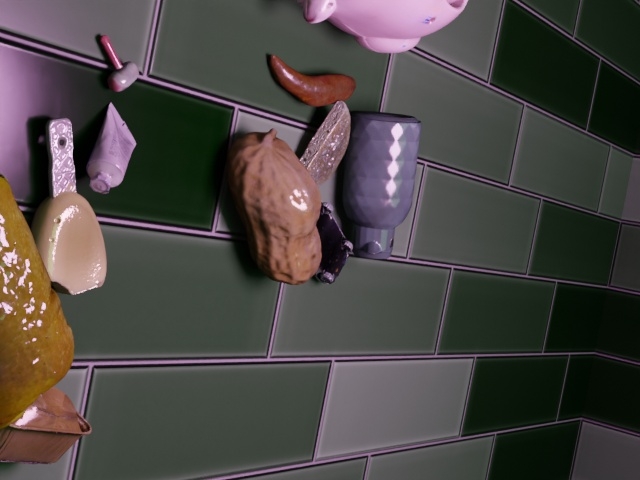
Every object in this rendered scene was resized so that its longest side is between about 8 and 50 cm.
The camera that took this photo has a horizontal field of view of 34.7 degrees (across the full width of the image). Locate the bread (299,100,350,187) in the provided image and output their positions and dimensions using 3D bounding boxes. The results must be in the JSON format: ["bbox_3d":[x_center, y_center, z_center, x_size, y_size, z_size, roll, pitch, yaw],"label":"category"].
[{"bbox_3d":[0.011,-0.156,1.918,0.193,0.036,0.112,-57,154,-8],"label":"bread"}]

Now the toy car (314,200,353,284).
[{"bbox_3d":[0.000,0.000,1.959,0.095,0.056,0.205,-58,141,-26],"label":"toy car"}]

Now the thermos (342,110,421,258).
[{"bbox_3d":[0.113,-0.109,2.028,0.182,0.145,0.286,-77,173,-78],"label":"thermos"}]

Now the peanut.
[{"bbox_3d":[-0.069,-0.046,1.766,0.143,0.159,0.291,-26,124,-19],"label":"peanut"}]

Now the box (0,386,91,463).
[{"bbox_3d":[-0.406,0.249,1.427,0.177,0.111,0.111,24,80,-55],"label":"box"}]

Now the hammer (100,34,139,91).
[{"bbox_3d":[-0.298,-0.261,1.489,0.052,0.031,0.083,-52,131,-37],"label":"hammer"}]

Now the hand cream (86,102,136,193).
[{"bbox_3d":[-0.305,-0.125,1.491,0.142,0.053,0.084,-85,158,-44],"label":"hand cream"}]

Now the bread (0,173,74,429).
[{"bbox_3d":[-0.445,0.068,1.241,0.251,0.208,0.376,-40,134,-36],"label":"bread"}]

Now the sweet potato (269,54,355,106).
[{"bbox_3d":[-0.005,-0.283,1.871,0.255,0.058,0.078,1,83,-52],"label":"sweet potato"}]

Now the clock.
[{"bbox_3d":[0.112,-0.512,1.795,0.377,0.251,0.368,-17,113,-52],"label":"clock"}]

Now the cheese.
[{"bbox_3d":[-0.364,-0.044,1.443,0.127,0.050,0.255,-20,115,-49],"label":"cheese"}]
